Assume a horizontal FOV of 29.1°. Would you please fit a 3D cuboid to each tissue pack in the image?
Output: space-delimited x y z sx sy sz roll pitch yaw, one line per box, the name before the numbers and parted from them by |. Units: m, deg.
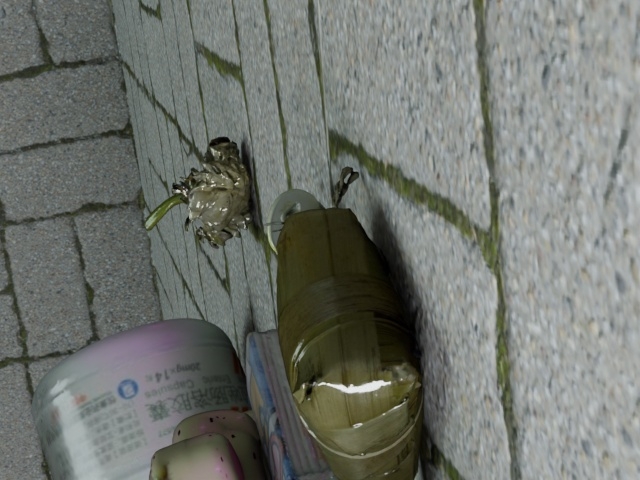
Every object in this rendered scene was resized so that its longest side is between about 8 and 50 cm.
tissue pack | -0.017 0.163 1.044 0.116 0.065 0.155 88 165 -49

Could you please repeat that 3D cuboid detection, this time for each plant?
plant | -0.129 -0.048 1.282 0.104 0.121 0.117 -97 -3 -54

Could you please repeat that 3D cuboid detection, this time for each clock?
clock | -0.067 0.293 1.116 0.309 0.114 0.284 79 173 -80

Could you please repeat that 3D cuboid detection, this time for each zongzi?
zongzi | 0.018 0.075 0.798 0.178 0.081 0.189 77 179 -45

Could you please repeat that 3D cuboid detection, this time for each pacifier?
pacifier | 0.000 0.000 0.884 0.064 0.068 0.083 -2 120 45

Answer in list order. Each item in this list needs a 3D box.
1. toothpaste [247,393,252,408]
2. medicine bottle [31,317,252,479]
toothpaste | -0.046 0.160 1.261 0.197 0.034 0.057 149 101 -75
medicine bottle | -0.175 0.280 1.438 0.256 0.256 0.325 105 144 -65
